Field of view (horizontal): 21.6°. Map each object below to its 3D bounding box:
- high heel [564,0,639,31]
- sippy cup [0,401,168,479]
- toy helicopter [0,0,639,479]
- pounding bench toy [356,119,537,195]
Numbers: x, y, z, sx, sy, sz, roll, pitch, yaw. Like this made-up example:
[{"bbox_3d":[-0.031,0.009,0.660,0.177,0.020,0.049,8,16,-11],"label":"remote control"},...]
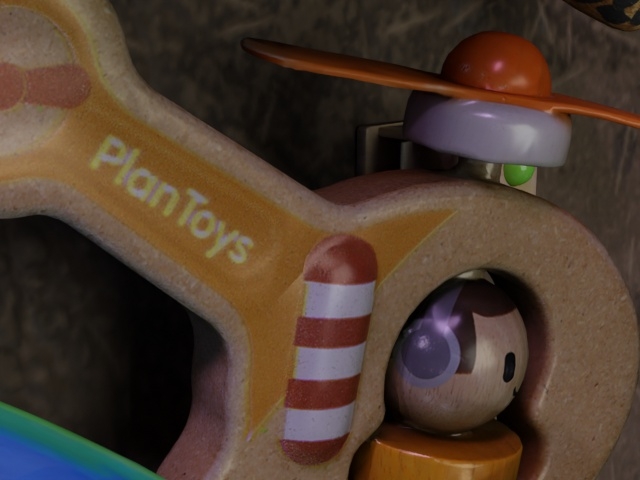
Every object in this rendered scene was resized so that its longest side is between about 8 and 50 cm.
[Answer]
[{"bbox_3d":[0.030,-0.112,0.650,0.261,0.093,0.186,41,69,-35],"label":"high heel"},{"bbox_3d":[-0.140,0.161,0.437,0.305,0.240,0.224,22,91,-22],"label":"sippy cup"},{"bbox_3d":[0.000,0.000,0.583,0.355,0.140,0.235,36,87,-37],"label":"toy helicopter"},{"bbox_3d":[0.067,-0.024,0.724,0.083,0.065,0.052,-11,106,-46],"label":"pounding bench toy"}]
